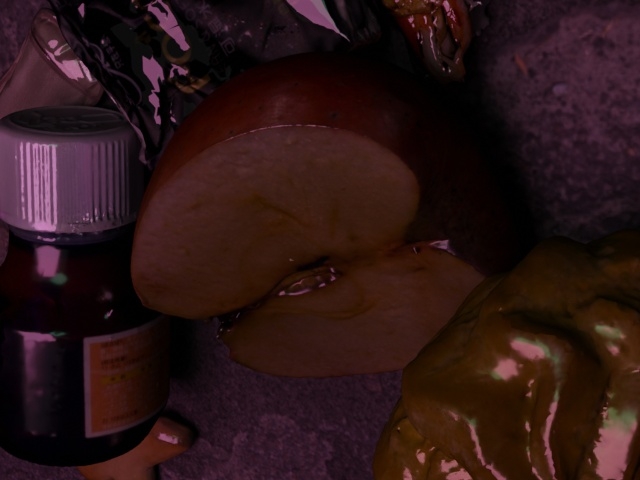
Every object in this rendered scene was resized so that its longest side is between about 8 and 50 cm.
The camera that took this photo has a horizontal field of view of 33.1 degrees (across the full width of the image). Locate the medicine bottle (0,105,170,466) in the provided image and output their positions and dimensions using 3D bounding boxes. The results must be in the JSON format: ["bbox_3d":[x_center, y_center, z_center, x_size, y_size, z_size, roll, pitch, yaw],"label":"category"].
[{"bbox_3d":[-0.290,0.046,1.277,0.243,0.242,0.395,19,116,27],"label":"medicine bottle"}]

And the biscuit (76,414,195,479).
[{"bbox_3d":[-0.264,0.292,1.493,0.164,0.047,0.207,37,128,17],"label":"biscuit"}]

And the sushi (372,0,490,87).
[{"bbox_3d":[0.094,-0.251,0.966,0.226,0.103,0.097,62,157,-8],"label":"sushi"}]

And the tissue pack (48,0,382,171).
[{"bbox_3d":[-0.115,-0.227,1.100,0.332,0.123,0.245,-26,92,40],"label":"tissue pack"}]

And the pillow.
[{"bbox_3d":[-0.349,-0.177,1.340,0.130,0.038,0.233,48,130,2],"label":"pillow"}]

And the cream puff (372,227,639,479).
[{"bbox_3d":[0.211,0.156,0.864,0.270,0.323,0.274,52,180,40],"label":"cream puff"}]

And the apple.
[{"bbox_3d":[0.000,0.000,1.016,0.365,0.295,0.328,-25,89,37],"label":"apple"}]
